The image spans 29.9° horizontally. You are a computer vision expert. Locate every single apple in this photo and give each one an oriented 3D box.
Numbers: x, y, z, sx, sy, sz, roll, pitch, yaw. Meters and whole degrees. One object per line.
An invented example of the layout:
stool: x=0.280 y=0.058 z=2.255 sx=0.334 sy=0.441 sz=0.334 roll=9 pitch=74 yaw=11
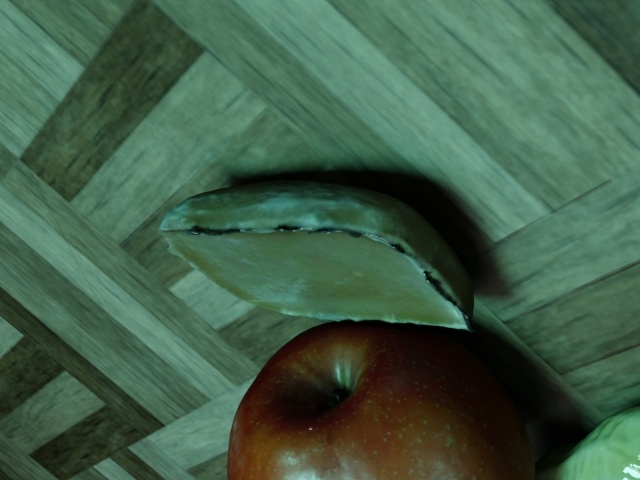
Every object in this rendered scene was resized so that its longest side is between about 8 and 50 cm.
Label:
apple: x=0.047 y=0.187 z=1.015 sx=0.260 sy=0.260 sz=0.216 roll=-2 pitch=131 yaw=41

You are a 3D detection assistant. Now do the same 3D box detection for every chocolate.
chocolate: x=0.001 y=-0.001 z=0.973 sx=0.261 sy=0.083 sz=0.161 roll=4 pitch=152 yaw=38

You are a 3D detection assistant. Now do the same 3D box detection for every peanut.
peanut: x=0.239 y=0.225 z=1.004 sx=0.111 sy=0.125 sz=0.274 roll=19 pitch=146 yaw=-10
